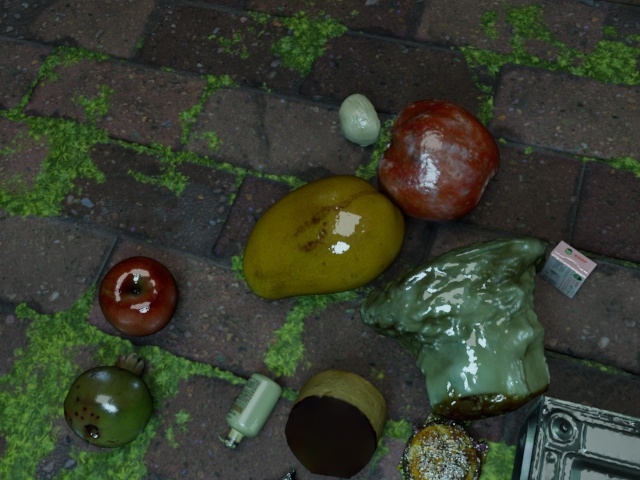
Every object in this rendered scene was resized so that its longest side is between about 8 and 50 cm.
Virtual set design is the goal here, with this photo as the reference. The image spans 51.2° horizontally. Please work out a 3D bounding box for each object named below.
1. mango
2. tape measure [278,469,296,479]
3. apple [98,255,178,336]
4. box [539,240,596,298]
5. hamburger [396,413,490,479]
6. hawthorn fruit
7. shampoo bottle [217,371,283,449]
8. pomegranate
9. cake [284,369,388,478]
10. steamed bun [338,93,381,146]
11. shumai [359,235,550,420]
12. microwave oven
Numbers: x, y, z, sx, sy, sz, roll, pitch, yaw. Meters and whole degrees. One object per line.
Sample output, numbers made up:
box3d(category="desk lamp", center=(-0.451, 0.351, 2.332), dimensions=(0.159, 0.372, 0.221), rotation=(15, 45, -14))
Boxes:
box3d(category="mango", center=(0.000, 0.000, 1.485), dimensions=(0.377, 0.221, 0.264), rotation=(-24, 69, 5))
box3d(category="tape measure", center=(-0.073, 0.523, 1.340), dimensions=(0.091, 0.054, 0.094), rotation=(-23, 59, -3))
box3d(category="apple", center=(-0.403, 0.129, 1.496), dimensions=(0.180, 0.168, 0.181), rotation=(-1, 64, 2))
box3d(category="box", center=(0.532, 0.064, 1.442), dimensions=(0.089, 0.125, 0.043), rotation=(39, 75, 19))
box3d(category="hamburger", center=(0.244, 0.429, 1.325), dimensions=(0.164, 0.093, 0.190), rotation=(19, 67, 15))
box3d(category="hawthorn fruit", center=(0.261, -0.178, 1.521), dimensions=(0.284, 0.284, 0.284), rotation=(-2, 65, 5))
box3d(category="shampoo bottle", center=(-0.149, 0.364, 1.407), dimensions=(0.079, 0.079, 0.162), rotation=(26, 71, 17))
box3d(category="pomegranate", center=(-0.428, 0.338, 1.414), dimensions=(0.179, 0.179, 0.210), rotation=(37, 43, 20))
box3d(category="cake", center=(0.039, 0.350, 1.359), dimensions=(0.185, 0.178, 0.208), rotation=(31, 110, 4))
box3d(category="steamed bun", center=(0.092, -0.300, 1.665), dimensions=(0.090, 0.112, 0.130), rotation=(-21, 72, -5))
box3d(category="shumai", center=(0.303, 0.185, 1.324), dimensions=(0.397, 0.324, 0.324), rotation=(-19, 73, -4))
box3d(category="microwave oven", center=(0.497, 0.512, 1.175), dimensions=(0.332, 0.247, 0.395), rotation=(12, 67, 10))
